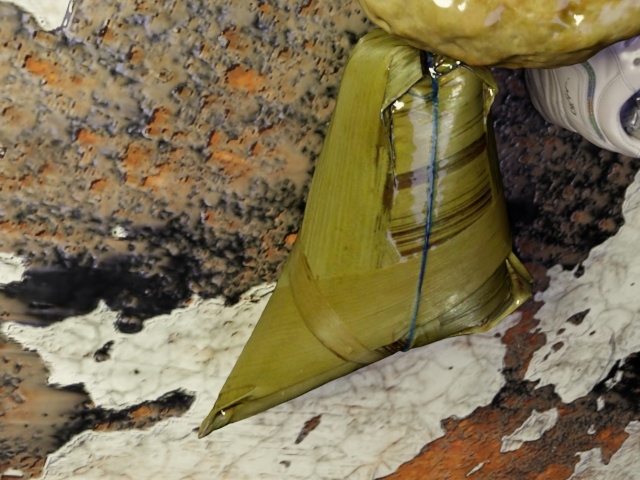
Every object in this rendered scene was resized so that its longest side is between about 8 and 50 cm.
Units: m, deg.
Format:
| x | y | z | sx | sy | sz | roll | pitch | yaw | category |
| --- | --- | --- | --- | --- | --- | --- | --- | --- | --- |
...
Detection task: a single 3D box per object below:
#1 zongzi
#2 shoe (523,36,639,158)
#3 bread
| x | y | z | sx | sy | sz | roll | pitch | yaw | category |
| --- | --- | --- | --- | --- | --- | --- | --- | --- | --- |
| 0.000 | 0.000 | 0.629 | 0.289 | 0.123 | 0.260 | -23 | 127 | -6 | zongzi |
| 0.206 | -0.160 | 0.604 | 0.095 | 0.137 | 0.245 | -31 | 133 | -11 | shoe |
| 0.116 | -0.211 | 0.490 | 0.230 | 0.123 | 0.229 | 3 | 107 | 11 | bread |
